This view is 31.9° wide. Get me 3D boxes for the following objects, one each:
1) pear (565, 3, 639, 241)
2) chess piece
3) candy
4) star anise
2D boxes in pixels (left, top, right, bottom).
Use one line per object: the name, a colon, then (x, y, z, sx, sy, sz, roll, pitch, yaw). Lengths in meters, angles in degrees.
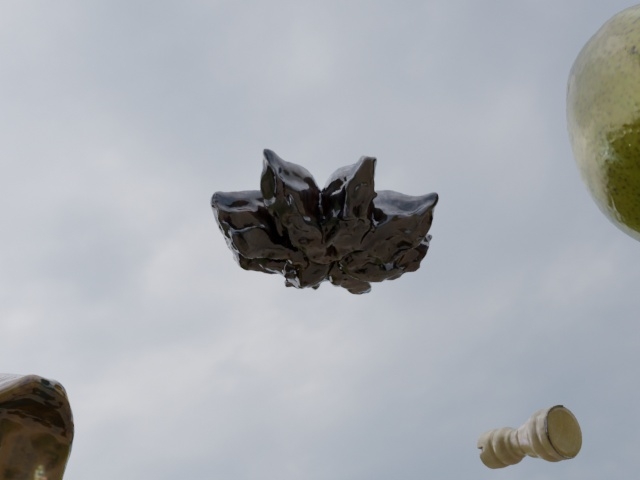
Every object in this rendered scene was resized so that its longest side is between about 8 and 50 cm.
pear: (0.405, -0.127, 1.219, 0.294, 0.294, 0.294, -13, -32, -9)
chess piece: (0.245, 0.239, 1.337, 0.066, 0.066, 0.122, 11, -24, -38)
candy: (-0.291, 0.241, 0.960, 0.101, 0.271, 0.143, 26, -21, -28)
star anise: (-0.001, 0.000, 1.151, 0.236, 0.109, 0.223, 5, -19, 4)
